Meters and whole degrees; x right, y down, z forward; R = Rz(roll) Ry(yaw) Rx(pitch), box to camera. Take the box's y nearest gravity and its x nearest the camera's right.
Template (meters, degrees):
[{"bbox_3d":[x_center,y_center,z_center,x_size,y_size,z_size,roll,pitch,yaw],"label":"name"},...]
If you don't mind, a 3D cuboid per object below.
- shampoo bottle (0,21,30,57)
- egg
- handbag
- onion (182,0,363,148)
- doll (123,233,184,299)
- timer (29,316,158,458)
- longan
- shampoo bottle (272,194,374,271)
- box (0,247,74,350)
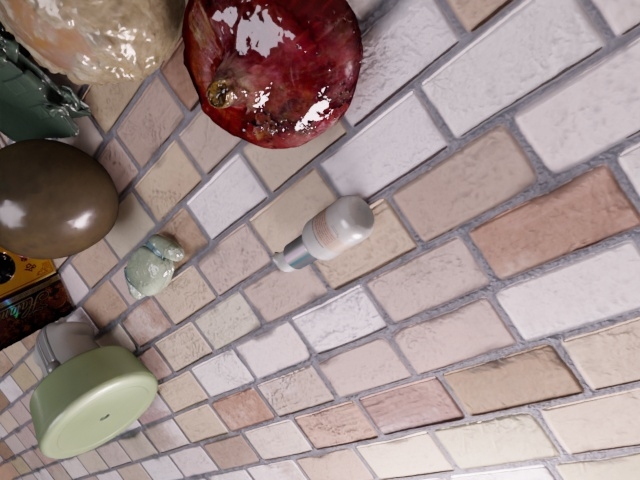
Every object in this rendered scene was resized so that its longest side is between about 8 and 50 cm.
[{"bbox_3d":[-0.640,-0.402,0.946,0.283,0.101,0.101,7,117,29],"label":"shampoo bottle"},{"bbox_3d":[-0.312,-0.363,0.651,0.279,0.279,0.311,-17,81,37],"label":"egg"},{"bbox_3d":[-0.613,-0.300,0.921,0.260,0.079,0.247,3,151,31],"label":"handbag"},{"bbox_3d":[-0.074,-0.228,0.603,0.252,0.219,0.252,17,131,21],"label":"onion"},{"bbox_3d":[-0.364,0.060,1.029,0.103,0.071,0.214,48,126,0],"label":"doll"},{"bbox_3d":[-0.624,0.337,1.238,0.315,0.290,0.291,45,131,25],"label":"timer"},{"bbox_3d":[-0.548,-0.081,0.974,0.258,0.258,0.258,15,121,26],"label":"longan"},{"bbox_3d":[0.000,0.000,0.765,0.192,0.074,0.074,-35,93,40],"label":"shampoo bottle"},{"bbox_3d":[-0.843,0.063,1.216,0.115,0.264,0.416,-4,109,34],"label":"box"}]
